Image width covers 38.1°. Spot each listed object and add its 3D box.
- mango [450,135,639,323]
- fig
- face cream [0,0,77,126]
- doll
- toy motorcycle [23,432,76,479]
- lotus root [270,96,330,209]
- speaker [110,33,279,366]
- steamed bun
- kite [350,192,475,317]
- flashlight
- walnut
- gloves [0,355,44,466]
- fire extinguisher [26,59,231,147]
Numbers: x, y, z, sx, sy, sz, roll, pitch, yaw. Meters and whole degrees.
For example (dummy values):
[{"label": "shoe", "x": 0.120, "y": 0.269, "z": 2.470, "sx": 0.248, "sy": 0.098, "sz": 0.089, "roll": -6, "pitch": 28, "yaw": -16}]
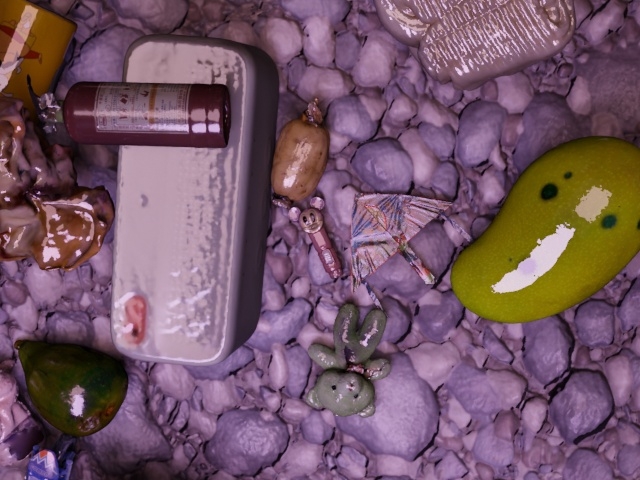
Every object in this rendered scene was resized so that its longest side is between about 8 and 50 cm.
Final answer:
[{"label": "mango", "x": 0.294, "y": -0.006, "z": 1.161, "sx": 0.293, "sy": 0.143, "sz": 0.175, "roll": -44, "pitch": 91, "yaw": 15}, {"label": "fig", "x": -0.347, "y": 0.182, "z": 1.231, "sx": 0.177, "sy": 0.117, "sz": 0.117, "roll": 31, "pitch": 96, "yaw": 10}, {"label": "face cream", "x": -0.428, "y": -0.140, "z": 1.196, "sx": 0.105, "sy": 0.105, "sz": 0.348, "roll": 25, "pitch": 97, "yaw": 0}, {"label": "doll", "x": 0.038, "y": 0.159, "z": 1.223, "sx": 0.115, "sy": 0.077, "sz": 0.150, "roll": 11, "pitch": 87, "yaw": 1}, {"label": "toy motorcycle", "x": -0.382, "y": 0.356, "z": 1.239, "sx": 0.076, "sy": 0.114, "sz": 0.205, "roll": 24, "pitch": 97, "yaw": 1}, {"label": "lotus root", "x": -0.023, "y": -0.111, "z": 1.197, "sx": 0.072, "sy": 0.063, "sz": 0.151, "roll": 11, "pitch": 101, "yaw": -26}, {"label": "speaker", "x": -0.160, "y": -0.051, "z": 1.152, "sx": 0.183, "sy": 0.184, "sz": 0.406, "roll": 5, "pitch": 96, "yaw": 2}, {"label": "steamed bun", "x": 0.191, "y": -0.305, "z": 1.133, "sx": 0.218, "sy": 0.144, "sz": 0.211, "roll": -25, "pitch": 108, "yaw": 31}, {"label": "kite", "x": 0.098, "y": -0.002, "z": 1.231, "sx": 0.183, "sy": 0.010, "sz": 0.160, "roll": -42, "pitch": 89, "yaw": 9}, {"label": "flashlight", "x": 0.000, "y": 0.000, "z": 1.225, "sx": 0.052, "sy": 0.031, "sz": 0.110, "roll": -25, "pitch": 94, "yaw": 5}, {"label": "walnut", "x": -0.379, "y": -0.062, "z": 1.109, "sx": 0.204, "sy": 0.141, "sz": 0.238, "roll": -35, "pitch": 119, "yaw": 7}, {"label": "gloves", "x": -0.437, "y": 0.232, "z": 1.240, "sx": 0.094, "sy": 0.110, "sz": 0.144, "roll": -14, "pitch": 96, "yaw": 47}, {"label": "fire extinguisher", "x": -0.215, "y": -0.151, "z": 1.023, "sx": 0.231, "sy": 0.071, "sz": 0.099, "roll": 3, "pitch": 68, "yaw": 4}]
